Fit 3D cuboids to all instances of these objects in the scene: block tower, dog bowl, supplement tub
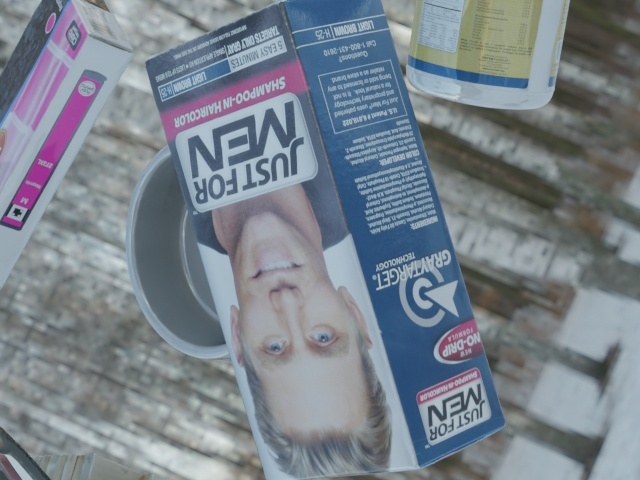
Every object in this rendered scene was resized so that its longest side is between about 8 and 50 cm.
[{"bbox_3d":[-0.300,0.284,1.653,0.335,0.097,0.091,-10,59,45],"label":"block tower"},{"bbox_3d":[-0.133,0.007,2.161,0.102,0.349,0.348,-4,-57,-48],"label":"dog bowl"},{"bbox_3d":[0.164,-0.234,1.484,0.144,0.144,0.199,-48,-33,-73],"label":"supplement tub"}]

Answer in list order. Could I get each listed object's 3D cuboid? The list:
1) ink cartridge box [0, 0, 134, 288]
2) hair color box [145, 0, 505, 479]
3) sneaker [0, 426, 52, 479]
[{"bbox_3d":[-0.331,-0.101,1.727,0.371,0.069,0.175,-59,33,19],"label":"ink cartridge box"},{"bbox_3d":[0.000,0.000,1.187,0.105,0.347,0.174,-18,2,-43],"label":"hair color box"},{"bbox_3d":[-0.224,0.259,1.053,0.162,0.106,0.281,-34,-61,-23],"label":"sneaker"}]
